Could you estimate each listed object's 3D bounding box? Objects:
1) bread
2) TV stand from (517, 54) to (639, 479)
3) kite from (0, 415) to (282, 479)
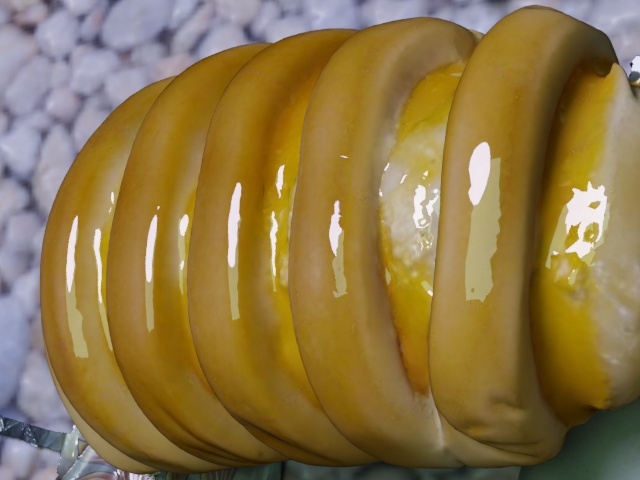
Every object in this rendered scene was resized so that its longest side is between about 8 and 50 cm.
[{"bbox_3d":[0.000,0.000,0.738,0.311,0.121,0.172,-10,68,49],"label":"bread"},{"bbox_3d":[0.134,0.074,0.722,0.088,0.083,0.269,14,88,31],"label":"TV stand"},{"bbox_3d":[-0.122,0.130,0.879,0.229,0.016,0.127,12,82,28],"label":"kite"}]
